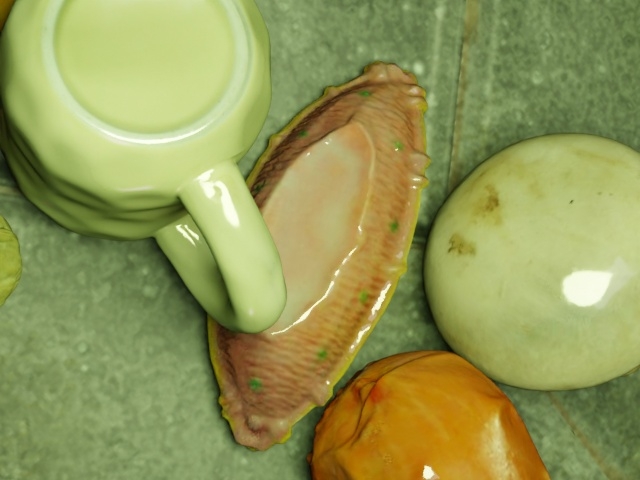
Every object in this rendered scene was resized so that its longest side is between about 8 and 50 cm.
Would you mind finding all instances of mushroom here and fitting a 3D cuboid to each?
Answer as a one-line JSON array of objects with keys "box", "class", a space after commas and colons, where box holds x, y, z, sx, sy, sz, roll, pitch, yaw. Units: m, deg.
[{"box": [0.190, 0.032, 1.177, 0.207, 0.207, 0.215, -56, 140, -13], "class": "mushroom"}]

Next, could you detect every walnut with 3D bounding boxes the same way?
[{"box": [-0.249, 0.014, 1.062, 0.092, 0.092, 0.092, 1, 87, -19], "class": "walnut"}]

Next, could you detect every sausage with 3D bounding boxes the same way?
[{"box": [0.093, 0.212, 1.130, 0.141, 0.153, 0.268, -27, 98, -28], "class": "sausage"}]

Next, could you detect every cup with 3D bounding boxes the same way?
[{"box": [-0.122, -0.058, 1.023, 0.173, 0.202, 0.255, -5, 80, -14], "class": "cup"}]

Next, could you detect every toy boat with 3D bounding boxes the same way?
[{"box": [-0.001, 0.000, 1.145, 0.141, 0.099, 0.317, 20, 79, 10], "class": "toy boat"}]

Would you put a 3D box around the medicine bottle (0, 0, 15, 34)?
[{"box": [-0.251, -0.164, 1.059, 0.096, 0.096, 0.192, 44, 74, -12], "class": "medicine bottle"}]
